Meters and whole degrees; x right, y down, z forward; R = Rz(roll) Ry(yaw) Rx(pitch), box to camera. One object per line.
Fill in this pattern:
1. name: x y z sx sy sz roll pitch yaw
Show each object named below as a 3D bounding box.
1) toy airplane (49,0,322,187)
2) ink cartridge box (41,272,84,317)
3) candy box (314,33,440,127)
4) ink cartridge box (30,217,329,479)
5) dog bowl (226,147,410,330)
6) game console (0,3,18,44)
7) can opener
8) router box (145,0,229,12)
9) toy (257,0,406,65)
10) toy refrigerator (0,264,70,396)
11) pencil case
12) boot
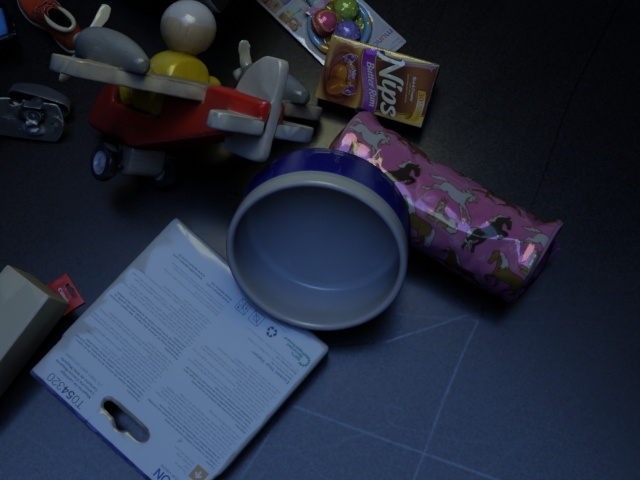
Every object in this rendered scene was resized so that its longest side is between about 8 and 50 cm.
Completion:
1. toy airplane: -0.187 -0.235 1.647 0.384 0.386 0.273 -1 84 -1
2. ink cartridge box: -0.438 0.102 1.724 0.115 0.029 0.063 -33 76 -9
3. candy box: 0.095 -0.264 1.808 0.186 0.053 0.109 16 99 5
4. ink cartridge box: -0.212 0.187 1.676 0.324 0.071 0.330 40 78 10
5. dog bowl: 0.000 0.000 1.612 0.264 0.265 0.104 10 35 3
6. game console: -0.584 -0.356 1.853 0.122 0.107 0.071 -18 101 -5
7. can opener: -0.559 -0.223 1.809 0.283 0.076 0.095 8 40 -3
8. router box: -0.205 -0.502 1.806 0.308 0.081 0.243 19 67 45
9. toy: 0.018 -0.385 1.866 0.137 0.056 0.237 -43 77 -11
10. toy refrigerator: -0.507 0.172 1.643 0.094 0.102 0.269 35 86 10
11. pencil case: 0.184 -0.052 1.704 0.386 0.160 0.167 31 67 10
12. boot: -0.461 -0.388 1.855 0.158 0.085 0.059 40 78 13
